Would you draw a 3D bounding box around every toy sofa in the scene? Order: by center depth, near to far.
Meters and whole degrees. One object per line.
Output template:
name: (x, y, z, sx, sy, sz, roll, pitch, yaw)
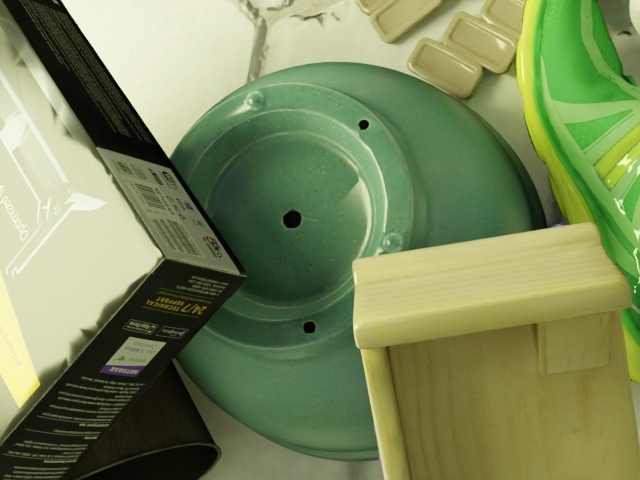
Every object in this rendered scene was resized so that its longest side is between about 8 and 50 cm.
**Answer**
toy sofa: (0.120, 0.177, 0.809, 0.150, 0.177, 0.362, -10, 102, 5)

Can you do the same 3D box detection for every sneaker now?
sneaker: (0.218, -0.052, 0.930, 0.124, 0.109, 0.295, -20, 83, 21)

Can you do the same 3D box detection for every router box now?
router box: (-0.217, -0.006, 0.899, 0.243, 0.081, 0.309, -47, 58, 19)

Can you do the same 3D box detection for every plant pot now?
plant pot: (0.000, 0.000, 0.937, 0.293, 0.196, 0.293, -3, 78, 16)

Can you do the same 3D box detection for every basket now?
basket: (-0.197, 0.091, 1.004, 0.204, 0.154, 0.226, -35, 65, 28)

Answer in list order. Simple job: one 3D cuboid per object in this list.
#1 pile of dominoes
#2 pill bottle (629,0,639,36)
pile of dominoes: (0.143, -0.233, 1.038, 0.251, 0.040, 0.196, -36, 72, 15)
pill bottle: (0.389, -0.219, 0.863, 0.204, 0.204, 0.361, 44, 93, 19)
